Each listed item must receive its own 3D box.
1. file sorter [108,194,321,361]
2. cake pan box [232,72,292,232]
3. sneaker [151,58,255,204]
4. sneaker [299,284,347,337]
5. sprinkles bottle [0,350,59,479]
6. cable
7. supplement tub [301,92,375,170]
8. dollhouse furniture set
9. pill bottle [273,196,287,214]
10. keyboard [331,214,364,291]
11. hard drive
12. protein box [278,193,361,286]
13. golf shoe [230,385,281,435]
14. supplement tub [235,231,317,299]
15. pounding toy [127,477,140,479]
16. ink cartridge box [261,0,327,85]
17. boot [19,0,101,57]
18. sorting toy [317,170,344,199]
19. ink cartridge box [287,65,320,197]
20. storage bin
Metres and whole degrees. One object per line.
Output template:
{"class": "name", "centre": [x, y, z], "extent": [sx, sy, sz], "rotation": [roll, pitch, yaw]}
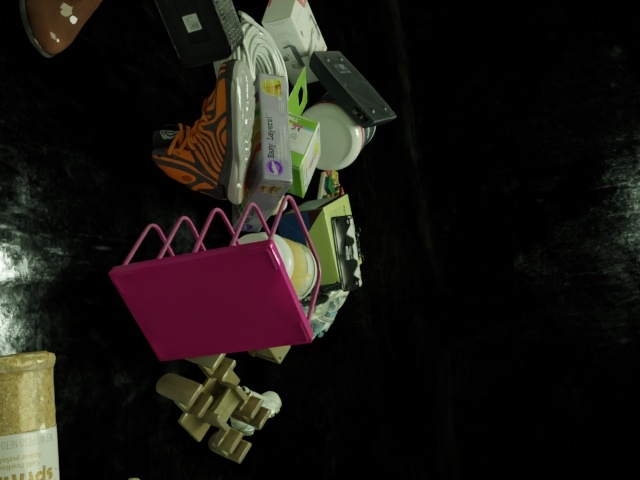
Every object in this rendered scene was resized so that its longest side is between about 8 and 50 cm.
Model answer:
{"class": "file sorter", "centre": [-0.165, 0.059, 1.257], "extent": [0.182, 0.290, 0.202], "rotation": [-74, 149, -52]}
{"class": "cake pan box", "centre": [-0.130, -0.174, 1.518], "extent": [0.267, 0.070, 0.246], "rotation": [133, -42, -61]}
{"class": "sneaker", "centre": [-0.218, -0.194, 1.314], "extent": [0.321, 0.180, 0.125], "rotation": [101, 1, -47]}
{"class": "sneaker", "centre": [-0.007, 0.183, 1.916], "extent": [0.283, 0.110, 0.122], "rotation": [-26, 125, -66]}
{"class": "sprinkles bottle", "centre": [-0.370, 0.315, 0.863], "extent": [0.121, 0.121, 0.356], "rotation": [12, 71, -68]}
{"class": "cable", "centre": [-0.158, -0.381, 1.709], "extent": [0.257, 0.089, 0.257], "rotation": [2, 82, -70]}
{"class": "supplement tub", "centre": [0.052, -0.327, 2.088], "extent": [0.272, 0.191, 0.191], "rotation": [-56, 134, -60]}
{"class": "dollhouse furniture set", "centre": [-0.196, 0.252, 1.376], "extent": [0.242, 0.161, 0.212], "rotation": [-56, 139, -28]}
{"class": "pill bottle", "centre": [-0.124, -0.093, 1.723], "extent": [0.116, 0.065, 0.065], "rotation": [4, 79, -69]}
{"class": "keyboard", "centre": [0.066, 0.032, 1.853], "extent": [0.100, 0.038, 0.192], "rotation": [-8, 91, -45]}
{"class": "hard drive", "centre": [0.084, -0.410, 1.981], "extent": [0.255, 0.054, 0.172], "rotation": [50, 30, 8]}
{"class": "protein box", "centre": [0.000, 0.000, 1.912], "extent": [0.201, 0.135, 0.200], "rotation": [-35, 115, -66]}
{"class": "golf shoe", "centre": [-0.138, 0.342, 1.536], "extent": [0.176, 0.069, 0.086], "rotation": [-29, 104, -69]}
{"class": "supplement tub", "centre": [-0.106, 0.060, 1.603], "extent": [0.199, 0.144, 0.145], "rotation": [23, 61, -66]}
{"class": "pounding toy", "centre": [-0.259, 0.418, 1.060], "extent": [0.269, 0.154, 0.154], "rotation": [57, 37, -48]}
{"class": "ink cartridge box", "centre": [-0.067, -0.562, 2.003], "extent": [0.218, 0.092, 0.159], "rotation": [63, 29, -45]}
{"class": "boot", "centre": [-0.293, -0.400, 1.091], "extent": [0.096, 0.280, 0.264], "rotation": [61, 29, -42]}
{"class": "sorting toy", "centre": [0.040, -0.126, 2.187], "extent": [0.132, 0.046, 0.275], "rotation": [58, 31, -47]}
{"class": "ink cartridge box", "centre": [-0.043, -0.261, 1.762], "extent": [0.189, 0.097, 0.255], "rotation": [86, 25, -73]}
{"class": "storage bin", "centre": [-0.245, -0.454, 1.459], "extent": [0.084, 0.122, 0.180], "rotation": [-68, 144, -54]}
